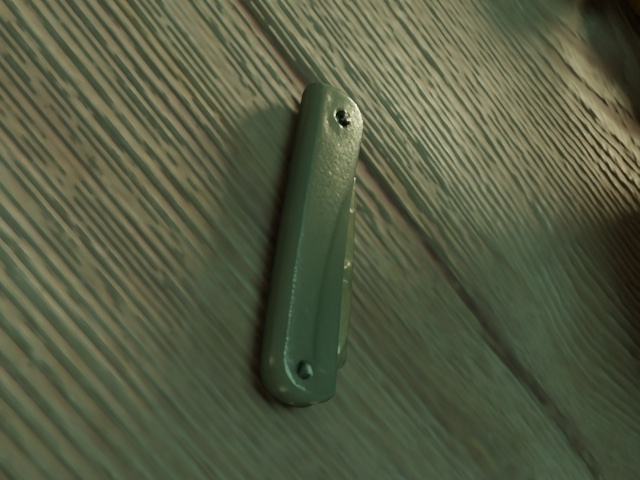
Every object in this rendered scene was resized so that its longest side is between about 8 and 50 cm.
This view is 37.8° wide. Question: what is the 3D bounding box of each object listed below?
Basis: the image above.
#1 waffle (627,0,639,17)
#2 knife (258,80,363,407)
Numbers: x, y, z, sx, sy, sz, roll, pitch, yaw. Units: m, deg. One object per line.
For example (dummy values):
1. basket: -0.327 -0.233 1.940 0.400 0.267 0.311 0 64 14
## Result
1. waffle: 0.345 -0.201 0.780 0.229 0.057 0.219 55 48 -8
2. knife: 0.000 0.000 0.440 0.044 0.023 0.162 23 60 -29
